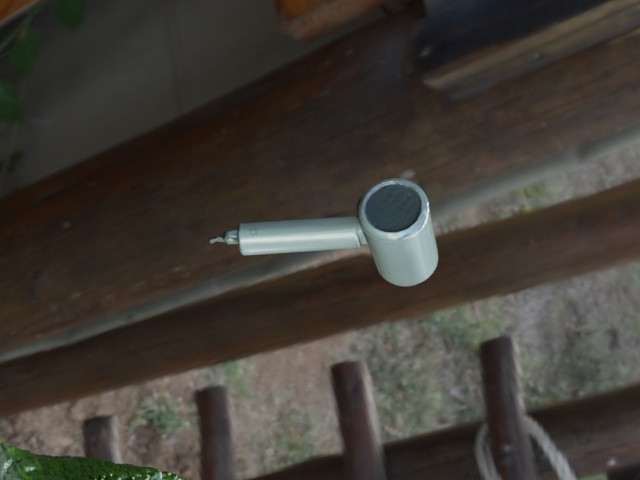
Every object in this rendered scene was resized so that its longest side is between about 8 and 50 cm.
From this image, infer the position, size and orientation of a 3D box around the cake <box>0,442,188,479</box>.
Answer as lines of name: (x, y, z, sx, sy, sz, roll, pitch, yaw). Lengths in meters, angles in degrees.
cake: (-0.256, 0.279, 1.276, 0.099, 0.100, 0.235, 38, 19, 36)

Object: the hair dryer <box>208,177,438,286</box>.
hair dryer: (0.000, 0.000, 0.641, 0.063, 0.124, 0.038, 67, 21, -60)

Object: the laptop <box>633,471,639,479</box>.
laptop: (0.409, 0.201, 1.110, 0.269, 0.187, 0.015, -45, 119, -21)
